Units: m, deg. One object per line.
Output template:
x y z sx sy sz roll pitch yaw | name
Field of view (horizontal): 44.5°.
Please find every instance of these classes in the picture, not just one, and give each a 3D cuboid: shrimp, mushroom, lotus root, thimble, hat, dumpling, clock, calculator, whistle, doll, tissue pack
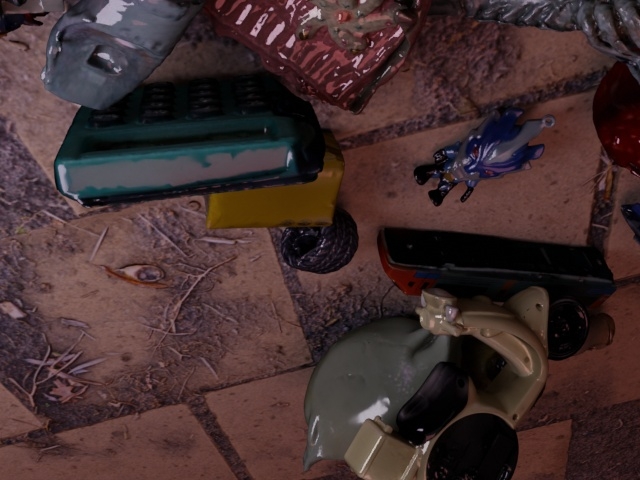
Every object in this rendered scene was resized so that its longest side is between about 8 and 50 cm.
0.295 -0.245 0.759 0.166 0.411 0.221 -14 115 -53 | shrimp
0.438 0.158 1.396 0.213 0.088 0.096 9 109 -31 | mushroom
0.315 0.247 1.384 0.173 0.173 0.309 -9 154 -5 | lotus root
-0.001 0.002 1.091 0.066 0.095 0.104 24 118 -38 | thimble
0.018 -0.276 0.762 0.237 0.107 0.286 33 120 -18 | hat
0.105 0.232 1.315 0.321 0.270 0.211 -11 119 11 | dumpling
0.221 0.214 1.158 0.277 0.120 0.378 27 88 -23 | clock
-0.133 -0.117 0.810 0.249 0.274 0.058 -5 116 -7 | calculator
-0.136 -0.243 0.682 0.189 0.189 0.347 19 122 -32 | whistle
0.221 -0.116 1.041 0.195 0.070 0.096 -29 107 23 | doll
-0.064 -0.076 0.994 0.169 0.082 0.120 -1 137 -14 | tissue pack

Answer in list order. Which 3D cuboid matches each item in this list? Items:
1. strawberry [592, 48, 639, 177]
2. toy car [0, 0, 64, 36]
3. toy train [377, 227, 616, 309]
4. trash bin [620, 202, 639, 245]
0.503 -0.181 0.921 0.318 0.295 0.345 21 164 -40 | strawberry
-0.297 -0.304 0.648 0.193 0.118 0.301 -5 138 -17 | toy car
0.270 0.049 1.224 0.410 0.086 0.089 5 139 -20 | toy train
0.594 -0.043 1.159 0.163 0.184 0.234 29 113 -39 | trash bin
